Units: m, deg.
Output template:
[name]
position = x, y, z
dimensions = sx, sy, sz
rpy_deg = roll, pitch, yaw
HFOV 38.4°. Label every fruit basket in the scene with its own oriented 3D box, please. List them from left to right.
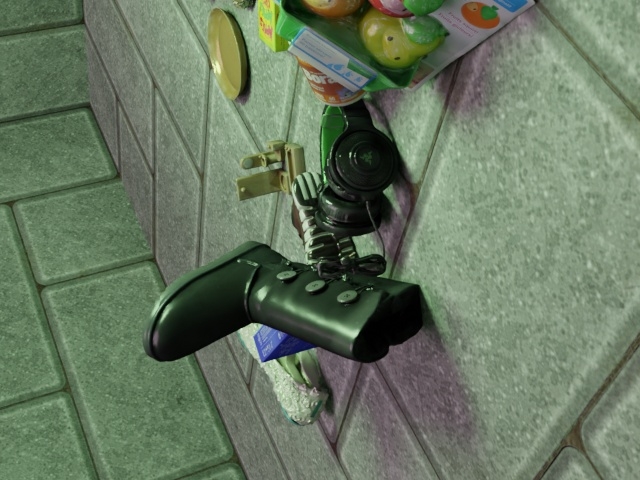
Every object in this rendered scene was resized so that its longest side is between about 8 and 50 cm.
[fruit basket]
position = 0.081, -0.349, 1.326
dimensions = 0.165, 0.327, 0.353
rpy_deg = -63, 16, -15

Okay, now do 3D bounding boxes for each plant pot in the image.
[plant pot]
position = -0.235, -0.480, 2.359
dimensions = 0.236, 0.032, 0.236
rpy_deg = 47, 145, 49

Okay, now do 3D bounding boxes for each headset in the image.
[headset]
position = 0.039, -0.097, 1.719
dimensions = 0.243, 0.185, 0.394
rpy_deg = 103, 157, -51

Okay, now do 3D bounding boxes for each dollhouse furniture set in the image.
[dollhouse furniture set]
position = -0.120, -0.155, 2.158
dimensions = 0.151, 0.123, 0.144
rpy_deg = -145, 44, -59

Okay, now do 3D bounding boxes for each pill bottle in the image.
[pill bottle]
position = 0.012, -0.342, 1.603
dimensions = 0.121, 0.121, 0.216
rpy_deg = 59, -179, 35

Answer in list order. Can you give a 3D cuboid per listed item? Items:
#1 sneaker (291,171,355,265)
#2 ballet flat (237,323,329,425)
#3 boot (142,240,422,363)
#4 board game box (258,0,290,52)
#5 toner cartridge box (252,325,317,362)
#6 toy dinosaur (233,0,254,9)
[sneaker]
position = 0.000, 0.000, 2.027
dimensions = 0.162, 0.106, 0.282
rpy_deg = 121, 138, -73
[ballet flat]
position = -0.090, 0.303, 2.430
dimensions = 0.409, 0.147, 0.147
rpy_deg = 55, 151, 36
[boot]
position = -0.077, 0.159, 1.772
dimensions = 0.445, 0.367, 0.146
rpy_deg = 18, 137, 38
[board game box]
position = -0.098, -0.509, 1.981
dimensions = 0.092, 0.043, 0.181
rpy_deg = 50, 148, 47
[toner cartridge box]
position = -0.037, 0.191, 2.129
dimensions = 0.075, 0.165, 0.348
rpy_deg = 69, 157, 14
[toy dinosaur]
position = -0.175, -0.604, 2.055
dimensions = 0.118, 0.064, 0.268
rpy_deg = 65, 173, -1
